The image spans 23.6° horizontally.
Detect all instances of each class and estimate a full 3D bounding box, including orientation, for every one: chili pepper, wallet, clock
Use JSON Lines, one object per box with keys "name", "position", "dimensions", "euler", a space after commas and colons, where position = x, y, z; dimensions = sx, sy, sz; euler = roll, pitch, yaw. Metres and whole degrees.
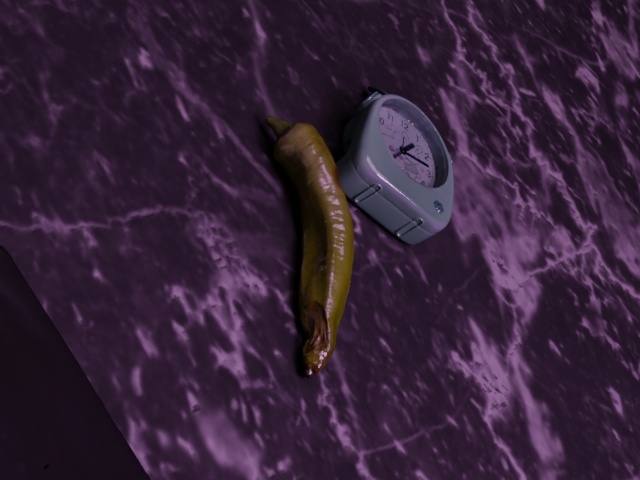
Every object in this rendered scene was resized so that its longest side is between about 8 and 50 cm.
{"name": "chili pepper", "position": [0.001, 0.000, 1.073], "dimensions": [0.049, 0.043, 0.208], "euler": [31, 42, -52]}
{"name": "wallet", "position": [-0.135, 0.147, 0.805], "dimensions": [0.285, 0.030, 0.146], "euler": [56, 32, -4]}
{"name": "clock", "position": [0.060, -0.069, 1.197], "dimensions": [0.101, 0.041, 0.135], "euler": [38, 38, -25]}
